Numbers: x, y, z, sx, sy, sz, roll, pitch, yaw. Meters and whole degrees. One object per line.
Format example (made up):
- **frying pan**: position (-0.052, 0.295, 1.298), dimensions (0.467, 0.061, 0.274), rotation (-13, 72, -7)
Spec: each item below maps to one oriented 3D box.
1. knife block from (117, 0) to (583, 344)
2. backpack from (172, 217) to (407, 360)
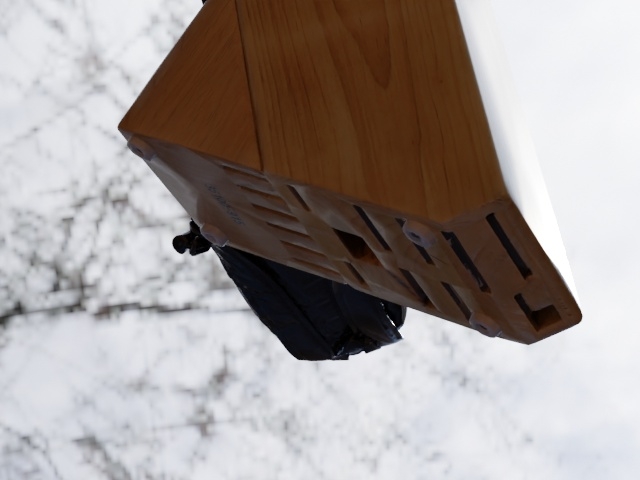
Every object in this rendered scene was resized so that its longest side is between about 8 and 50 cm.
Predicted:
- **knife block**: position (0.038, -0.101, 0.825), dimensions (0.275, 0.088, 0.242), rotation (18, -113, 41)
- **backpack**: position (0.000, 0.000, 1.309), dimensions (0.152, 0.182, 0.115), rotation (-8, -135, 24)
